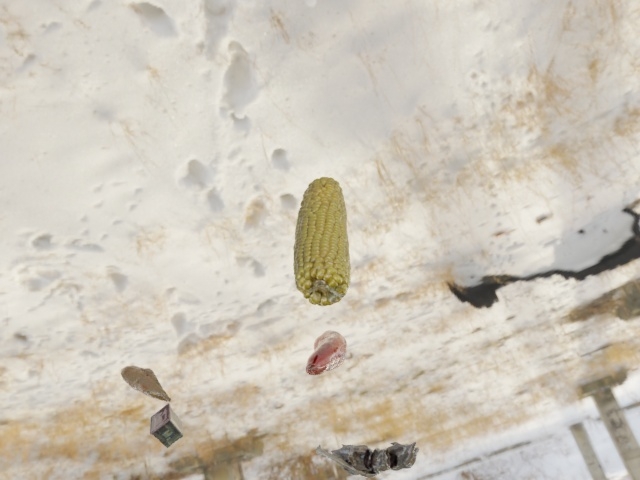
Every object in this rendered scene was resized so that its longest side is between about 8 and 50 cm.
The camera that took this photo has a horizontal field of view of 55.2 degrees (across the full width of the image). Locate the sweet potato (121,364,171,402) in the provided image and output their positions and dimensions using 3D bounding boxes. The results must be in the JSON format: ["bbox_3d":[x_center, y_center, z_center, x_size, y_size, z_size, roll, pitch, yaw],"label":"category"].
[{"bbox_3d":[-0.455,0.366,1.590,0.068,0.206,0.060,-41,137,-29],"label":"sweet potato"}]

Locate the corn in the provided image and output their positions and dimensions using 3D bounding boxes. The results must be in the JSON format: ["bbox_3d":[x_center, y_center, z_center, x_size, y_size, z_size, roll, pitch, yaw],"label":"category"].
[{"bbox_3d":[0.000,0.000,1.079,0.102,0.310,0.101,-2,130,-2],"label":"corn"}]

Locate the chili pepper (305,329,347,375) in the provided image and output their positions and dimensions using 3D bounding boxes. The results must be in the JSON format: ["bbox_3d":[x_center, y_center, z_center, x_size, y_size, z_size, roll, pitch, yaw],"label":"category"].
[{"bbox_3d":[0.014,0.202,1.106,0.071,0.063,0.272,-50,175,3],"label":"chili pepper"}]

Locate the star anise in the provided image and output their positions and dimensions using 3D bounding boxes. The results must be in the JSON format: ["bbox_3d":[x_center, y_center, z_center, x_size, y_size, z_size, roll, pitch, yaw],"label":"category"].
[{"bbox_3d":[0.121,0.541,1.508,0.263,0.081,0.230,1,158,-7],"label":"star anise"}]

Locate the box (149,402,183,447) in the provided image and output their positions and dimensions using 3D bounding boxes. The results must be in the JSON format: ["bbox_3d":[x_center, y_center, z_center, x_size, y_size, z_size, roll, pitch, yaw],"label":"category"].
[{"bbox_3d":[-0.364,0.441,1.457,0.060,0.085,0.063,-39,108,-5],"label":"box"}]
